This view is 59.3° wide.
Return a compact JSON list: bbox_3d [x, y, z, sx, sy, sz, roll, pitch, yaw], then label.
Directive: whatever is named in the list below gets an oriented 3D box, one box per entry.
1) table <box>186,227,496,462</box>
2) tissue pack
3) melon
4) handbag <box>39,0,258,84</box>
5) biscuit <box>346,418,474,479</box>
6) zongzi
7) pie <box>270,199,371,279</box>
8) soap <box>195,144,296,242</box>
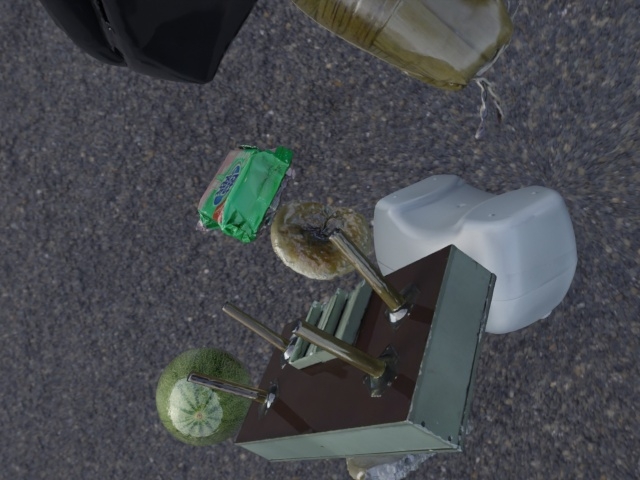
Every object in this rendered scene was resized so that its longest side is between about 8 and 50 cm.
[{"bbox_3d":[-0.006,0.081,0.417,0.111,0.121,0.240,33,146,-16],"label":"table"},{"bbox_3d":[0.260,0.027,0.989,0.333,0.230,0.235,19,126,55],"label":"tissue pack"},{"bbox_3d":[-0.168,0.224,0.822,0.139,0.192,0.139,0,91,-9],"label":"melon"},{"bbox_3d":[-0.068,-0.279,0.268,0.152,0.288,0.342,20,86,4],"label":"handbag"},{"bbox_3d":[0.133,0.341,0.949,0.141,0.290,0.038,-9,88,42],"label":"biscuit"},{"bbox_3d":[0.146,-0.440,1.049,0.500,0.467,0.218,32,109,-11],"label":"zongzi"},{"bbox_3d":[0.000,0.002,1.209,0.218,0.052,0.184,8,63,-2],"label":"pie"},{"bbox_3d":[-0.158,-0.092,1.119,0.098,0.273,0.217,26,89,-21],"label":"soap"}]
